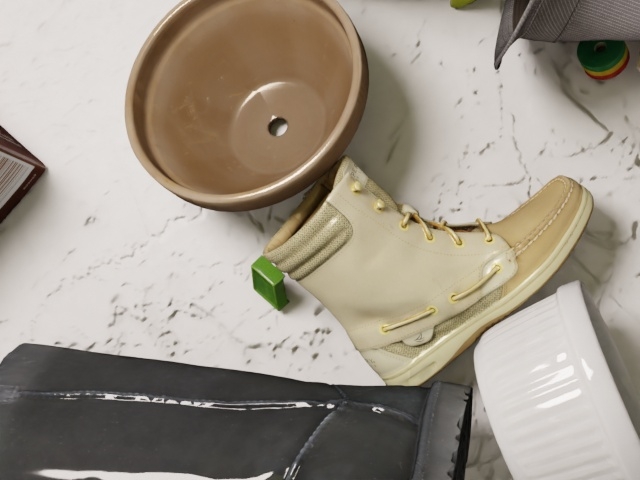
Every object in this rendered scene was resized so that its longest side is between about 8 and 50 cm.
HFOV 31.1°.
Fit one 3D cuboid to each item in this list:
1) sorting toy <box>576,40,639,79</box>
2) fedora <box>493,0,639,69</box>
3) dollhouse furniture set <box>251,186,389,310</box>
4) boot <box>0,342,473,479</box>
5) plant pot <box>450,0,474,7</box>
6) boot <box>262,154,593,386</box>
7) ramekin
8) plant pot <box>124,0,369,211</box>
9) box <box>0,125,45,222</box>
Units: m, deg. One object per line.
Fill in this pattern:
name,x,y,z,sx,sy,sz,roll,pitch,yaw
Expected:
sorting toy,0.385,-0.202,1.063,0.275,0.046,0.132,7,69,33
fedora,0.253,-0.255,1.018,0.124,0.275,0.243,20,128,-2
dollhouse furniture set,0.000,0.000,1.136,0.076,0.058,0.152,39,71,19
boot,-0.117,0.216,0.950,0.445,0.367,0.146,6,110,12
plant pot,0.086,-0.351,1.069,0.207,0.227,0.228,16,85,5
boot,0.099,-0.012,1.054,0.262,0.095,0.203,-42,102,8
ramekin,0.215,0.149,0.994,0.109,0.207,0.207,-24,80,15
plant pot,-0.059,-0.129,1.105,0.237,0.110,0.237,-6,71,18
box,-0.422,-0.086,1.141,0.203,0.168,0.167,40,91,12
